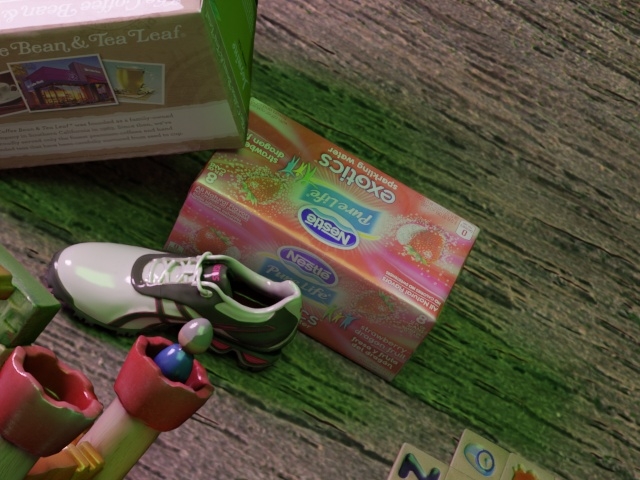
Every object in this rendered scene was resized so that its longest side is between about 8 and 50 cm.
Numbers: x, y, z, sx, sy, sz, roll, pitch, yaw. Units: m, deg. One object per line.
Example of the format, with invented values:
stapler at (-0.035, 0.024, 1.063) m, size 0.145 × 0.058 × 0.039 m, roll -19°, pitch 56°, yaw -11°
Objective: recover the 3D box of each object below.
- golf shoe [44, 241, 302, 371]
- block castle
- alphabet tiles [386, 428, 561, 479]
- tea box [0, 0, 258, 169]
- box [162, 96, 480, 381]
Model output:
golf shoe at (-0.149, 0.044, 1.748) m, size 0.273 × 0.120 × 0.105 m, roll 15°, pitch 54°, yaw -11°
block castle at (-0.327, 0.025, 1.451) m, size 0.453 × 0.213 × 0.303 m, roll 43°, pitch 14°, yaw 16°
alphabet tiles at (0.208, 0.360, 1.747) m, size 0.343 × 0.011 × 0.285 m, roll 29°, pitch 50°, yaw -2°
tea box at (-0.250, -0.271, 1.785) m, size 0.329 × 0.220 × 0.323 m, roll -4°, pitch 53°, yaw 10°
box at (0.000, 0.000, 1.827) m, size 0.300 × 0.142 × 0.154 m, roll 31°, pitch 51°, yaw -1°
